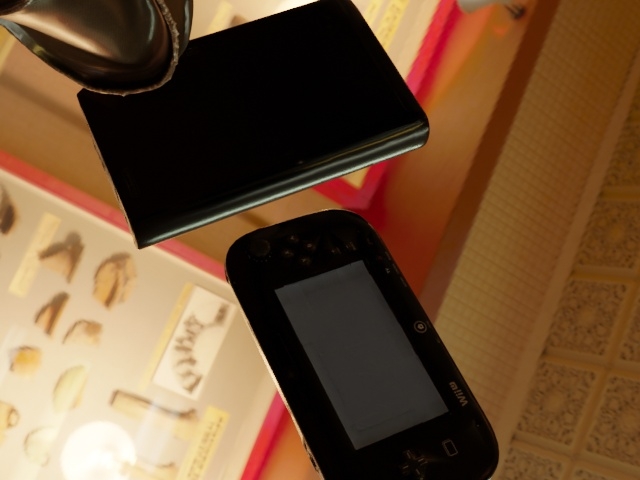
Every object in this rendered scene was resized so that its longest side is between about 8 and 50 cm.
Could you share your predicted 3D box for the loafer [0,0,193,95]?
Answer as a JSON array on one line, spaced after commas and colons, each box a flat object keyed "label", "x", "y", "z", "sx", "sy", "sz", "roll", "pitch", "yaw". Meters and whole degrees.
[{"label": "loafer", "x": -0.104, "y": -0.101, "z": 0.303, "sx": 0.080, "sy": 0.220, "sz": 0.078, "roll": -4, "pitch": -111, "yaw": 13}]

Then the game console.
[{"label": "game console", "x": 0.000, "y": 0.000, "z": 0.592, "sx": 0.044, "sy": 0.213, "sz": 0.361, "roll": 95, "pitch": -30, "yaw": -60}]
